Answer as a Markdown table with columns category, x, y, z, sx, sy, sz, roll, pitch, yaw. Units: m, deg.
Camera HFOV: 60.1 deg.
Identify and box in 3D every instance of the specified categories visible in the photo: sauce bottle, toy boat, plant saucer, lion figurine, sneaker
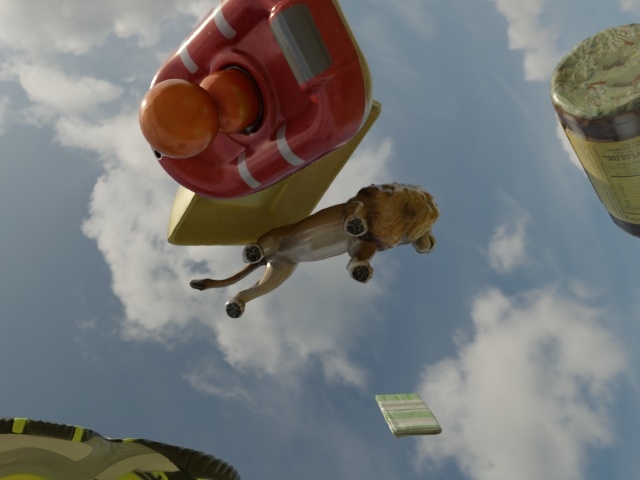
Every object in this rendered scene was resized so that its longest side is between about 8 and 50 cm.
| category | x | y | z | sx | sy | sz | roll | pitch | yaw |
| --- | --- | --- | --- | --- | --- | --- | --- | --- | --- |
| sauce bottle | 0.345 | -0.072 | 0.581 | 0.344 | 0.111 | 0.111 | 36 | -127 | -43 |
| toy boat | -0.081 | -0.110 | 0.453 | 0.151 | 0.231 | 0.151 | -32 | -83 | -42 |
| plant saucer | -0.082 | -0.142 | 0.931 | 0.081 | 0.332 | 0.333 | 45 | -159 | 23 |
| lion figurine | 0.000 | 0.000 | 0.915 | 0.240 | 0.392 | 0.142 | -58 | -43 | -67 |
| sneaker | -0.248 | 0.298 | 0.629 | 0.385 | 0.145 | 0.147 | 32 | -125 | -44 |

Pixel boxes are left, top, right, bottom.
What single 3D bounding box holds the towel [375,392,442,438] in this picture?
| category | x | y | z | sx | sy | sz | roll | pitch | yaw |
| --- | --- | --- | --- | --- | --- | --- | --- | --- | --- |
| towel | 0.195 | 0.391 | 1.244 | 0.113 | 0.152 | 0.023 | 2 | -77 | -11 |
